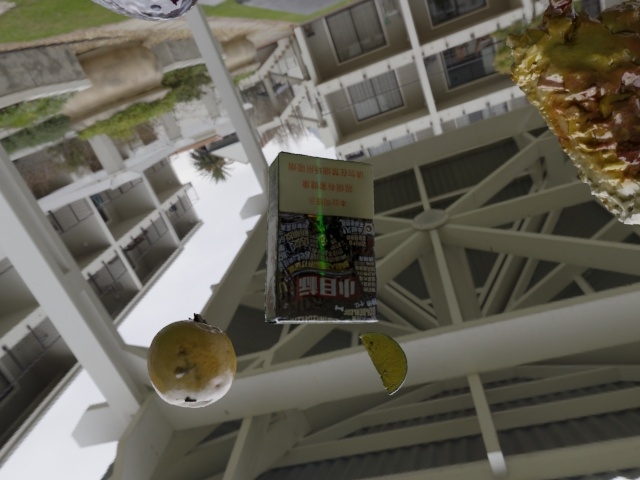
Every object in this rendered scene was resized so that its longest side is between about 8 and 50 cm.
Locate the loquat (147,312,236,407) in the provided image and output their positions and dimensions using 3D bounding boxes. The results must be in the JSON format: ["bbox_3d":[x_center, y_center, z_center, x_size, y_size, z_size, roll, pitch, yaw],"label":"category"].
[{"bbox_3d":[-0.336,0.313,1.198,0.243,0.244,0.244,-19,-159,7],"label":"loquat"}]

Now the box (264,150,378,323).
[{"bbox_3d":[0.000,0.000,0.860,0.198,0.310,0.084,4,167,-22],"label":"box"}]

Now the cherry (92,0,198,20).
[{"bbox_3d":[-0.282,-0.452,0.680,0.296,0.218,0.255,11,-149,-37],"label":"cherry"}]

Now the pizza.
[{"bbox_3d":[0.302,-0.172,0.470,0.081,0.228,0.290,107,6,-73],"label":"pizza"}]

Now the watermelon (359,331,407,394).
[{"bbox_3d":[0.197,0.331,1.287,0.092,0.182,0.075,4,142,-45],"label":"watermelon"}]
